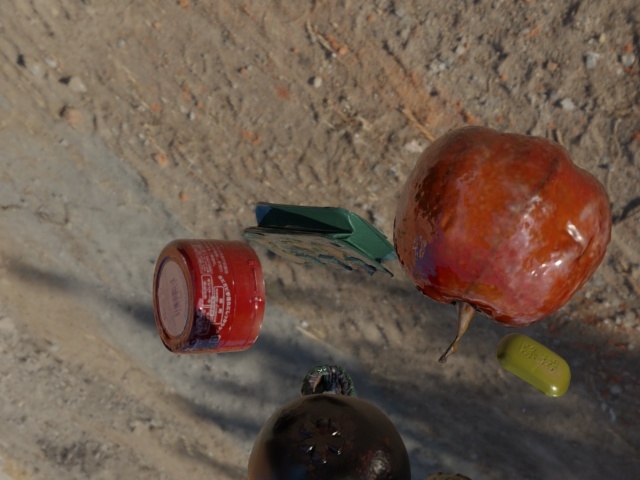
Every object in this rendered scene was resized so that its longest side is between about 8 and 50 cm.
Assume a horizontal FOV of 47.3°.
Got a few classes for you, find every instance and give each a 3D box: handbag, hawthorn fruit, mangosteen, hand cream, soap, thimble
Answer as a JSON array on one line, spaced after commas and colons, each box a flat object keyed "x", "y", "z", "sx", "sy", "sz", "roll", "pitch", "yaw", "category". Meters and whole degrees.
[{"x": 0.000, "y": -0.001, "z": 1.678, "sx": 0.327, "sy": 0.089, "sz": 0.238, "roll": 4, "pitch": 158, "yaw": 45, "category": "handbag"}, {"x": 0.190, "y": 0.013, "z": 0.829, "sx": 0.242, "sy": 0.271, "sz": 0.242, "roll": 27, "pitch": 169, "yaw": 6, "category": "hawthorn fruit"}, {"x": 0.007, "y": 0.433, "z": 1.321, "sx": 0.297, "sy": 0.297, "sz": 0.313, "roll": 29, "pitch": 125, "yaw": 5, "category": "mangosteen"}, {"x": -0.217, "y": 0.105, "z": 1.388, "sx": 0.150, "sy": 0.230, "sz": 0.230, "roll": 1, "pitch": 164, "yaw": -35, "category": "hand cream"}, {"x": 0.381, "y": 0.220, "z": 1.303, "sx": 0.140, "sy": 0.089, "sz": 0.045, "roll": 32, "pitch": 141, "yaw": 12, "category": "soap"}, {"x": 0.017, "y": 0.349, "z": 1.617, "sx": 0.119, "sy": 0.135, "sz": 0.090, "roll": -7, "pitch": 131, "yaw": -4, "category": "thimble"}]

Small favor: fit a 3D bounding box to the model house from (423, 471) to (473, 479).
[{"x": 0.280, "y": 0.718, "z": 1.504, "sx": 0.360, "sy": 0.339, "sz": 0.297, "roll": 25, "pitch": 117, "yaw": 27, "category": "model house"}]
